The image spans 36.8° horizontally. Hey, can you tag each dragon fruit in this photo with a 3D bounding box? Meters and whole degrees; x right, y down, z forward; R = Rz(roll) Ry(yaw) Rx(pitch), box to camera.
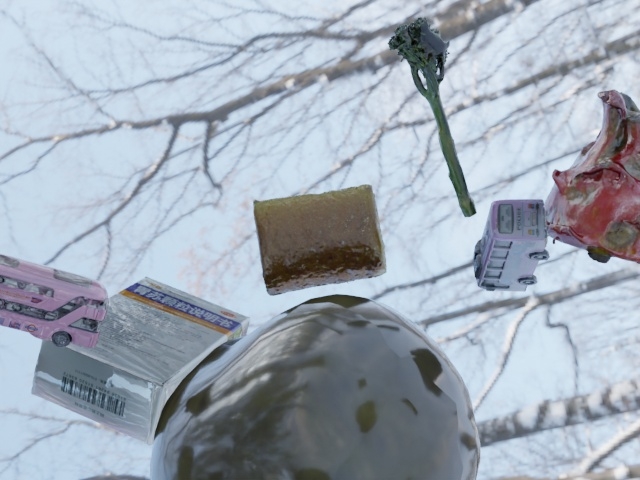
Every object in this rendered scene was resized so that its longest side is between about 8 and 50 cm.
[{"bbox_3d":[0.363,-0.091,1.219,0.262,0.134,0.211,-45,-30,-79],"label":"dragon fruit"}]

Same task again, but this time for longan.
[{"bbox_3d":[-0.009,0.251,1.123,0.336,0.404,0.404,30,-128,-43],"label":"longan"}]

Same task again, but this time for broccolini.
[{"bbox_3d":[0.148,-0.153,1.210,0.057,0.071,0.254,-39,-65,-71],"label":"broccolini"}]

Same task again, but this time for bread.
[{"bbox_3d":[0.000,0.000,1.330,0.103,0.172,0.132,75,-174,-79],"label":"bread"}]

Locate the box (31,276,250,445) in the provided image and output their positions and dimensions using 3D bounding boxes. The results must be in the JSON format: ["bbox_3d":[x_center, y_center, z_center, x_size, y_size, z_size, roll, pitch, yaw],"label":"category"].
[{"bbox_3d":[-0.262,0.172,1.458,0.299,0.200,0.106,-34,-38,-66],"label":"box"}]

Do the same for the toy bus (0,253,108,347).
[{"bbox_3d":[-0.366,0.072,1.192,0.203,0.090,0.063,18,-163,-19],"label":"toy bus"}]

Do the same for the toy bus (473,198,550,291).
[{"bbox_3d":[0.148,0.007,0.752,0.130,0.052,0.037,80,-170,-70],"label":"toy bus"}]
